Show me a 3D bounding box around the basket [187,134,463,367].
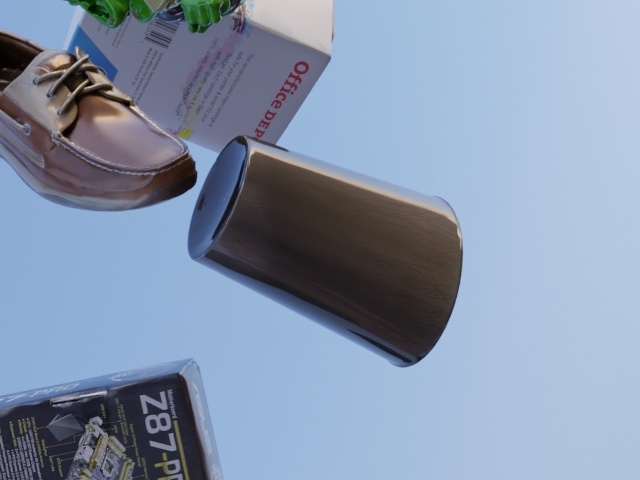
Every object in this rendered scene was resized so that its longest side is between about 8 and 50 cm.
[{"bbox_3d":[0.000,0.000,1.095,0.154,0.227,0.204,-53,27,33],"label":"basket"}]

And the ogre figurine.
[{"bbox_3d":[-0.122,-0.214,0.932,0.118,0.197,0.097,-30,-75,-40],"label":"ogre figurine"}]

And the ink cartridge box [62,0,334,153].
[{"bbox_3d":[-0.144,-0.254,1.345,0.198,0.270,0.197,-53,24,39],"label":"ink cartridge box"}]

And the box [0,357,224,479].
[{"bbox_3d":[-0.234,0.334,1.065,0.097,0.318,0.395,-40,-62,-84],"label":"box"}]

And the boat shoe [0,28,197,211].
[{"bbox_3d":[-0.252,-0.123,1.089,0.123,0.324,0.116,-36,-43,-41],"label":"boat shoe"}]
